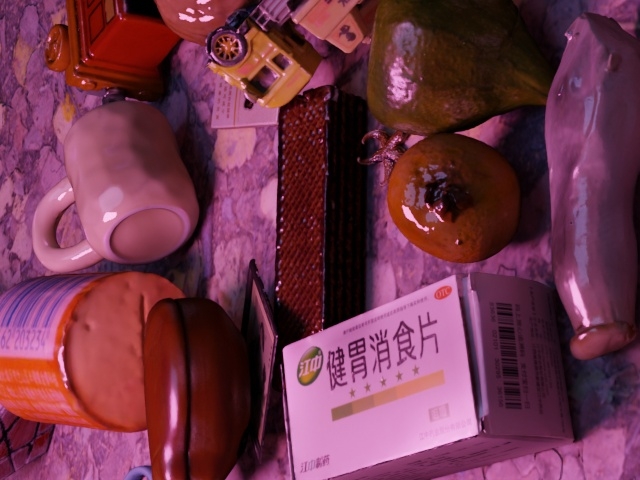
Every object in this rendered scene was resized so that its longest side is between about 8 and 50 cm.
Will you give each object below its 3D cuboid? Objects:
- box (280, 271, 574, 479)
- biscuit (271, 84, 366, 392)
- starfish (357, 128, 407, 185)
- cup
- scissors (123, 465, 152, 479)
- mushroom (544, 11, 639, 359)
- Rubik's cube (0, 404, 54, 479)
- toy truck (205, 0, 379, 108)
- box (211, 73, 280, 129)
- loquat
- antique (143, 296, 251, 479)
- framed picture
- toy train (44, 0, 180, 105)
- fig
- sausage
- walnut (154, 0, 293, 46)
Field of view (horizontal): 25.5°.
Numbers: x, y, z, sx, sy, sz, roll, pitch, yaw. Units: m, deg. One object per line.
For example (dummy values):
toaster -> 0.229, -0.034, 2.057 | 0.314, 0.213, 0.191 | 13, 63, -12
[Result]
box -> 0.109, 0.162, 1.541 | 0.333, 0.145, 0.173 | -27, 64, 48
biscuit -> 0.000, 0.000, 1.780 | 0.107, 0.073, 0.388 | -12, 74, 50
starfish -> 0.083, -0.107, 1.729 | 0.091, 0.028, 0.078 | 48, 126, 43
cup -> -0.316, -0.067, 2.073 | 0.173, 0.255, 0.202 | 78, 172, -52
scissors -> -0.193, 0.495, 1.963 | 0.447, 0.029, 0.193 | 43, 117, 48
mushroom -> 0.277, -0.057, 1.414 | 0.109, 0.097, 0.351 | -1, 86, 55
Rubik's cube -> -0.583, 0.254, 2.333 | 0.264, 0.319, 0.319 | -39, 48, 8
toy truck -> -0.009, -0.284, 1.764 | 0.272, 0.157, 0.124 | -45, 9, 23
box -> -0.097, -0.203, 1.988 | 0.167, 0.024, 0.090 | 3, 85, 53
loquat -> 0.146, -0.045, 1.533 | 0.137, 0.163, 0.163 | -43, 45, 4
antique -> -0.167, 0.204, 1.873 | 0.223, 0.129, 0.278 | 116, 151, -58
framed picture -> -0.082, 0.155, 1.828 | 0.199, 0.010, 0.195 | -115, 29, -59
toy train -> -0.318, -0.370, 2.197 | 0.231, 0.163, 0.369 | -37, 54, 45
fig -> 0.172, -0.201, 1.559 | 0.235, 0.203, 0.203 | 13, 94, 13
sausage -> -0.339, 0.158, 2.060 | 0.287, 0.233, 0.233 | -7, 77, 53
walnut -> -0.119, -0.328, 1.909 | 0.238, 0.204, 0.141 | -25, 75, 48
